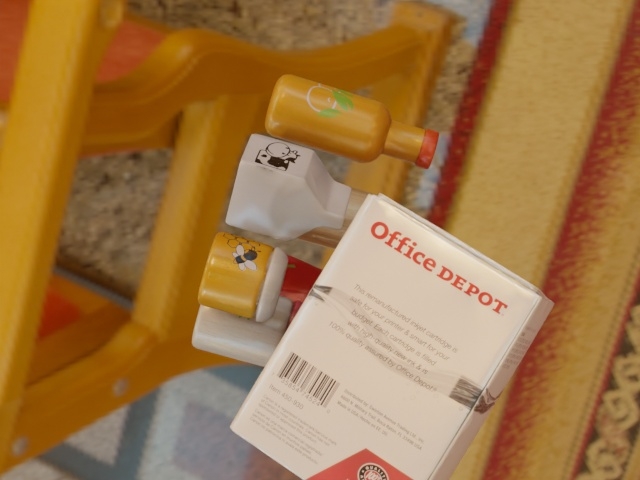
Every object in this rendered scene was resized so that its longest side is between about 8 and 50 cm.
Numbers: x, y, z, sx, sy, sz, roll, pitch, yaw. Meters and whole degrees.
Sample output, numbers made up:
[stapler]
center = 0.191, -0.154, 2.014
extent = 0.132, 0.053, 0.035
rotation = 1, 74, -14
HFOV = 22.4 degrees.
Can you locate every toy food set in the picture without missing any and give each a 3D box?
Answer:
[toy food set]
center = 0.000, 0.000, 0.914
extent = 0.104, 0.232, 0.111
rotation = 16, 117, 0

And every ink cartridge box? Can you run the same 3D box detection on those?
[ink cartridge box]
center = 0.036, 0.060, 0.779
extent = 0.099, 0.056, 0.135
rotation = 32, 93, 18
